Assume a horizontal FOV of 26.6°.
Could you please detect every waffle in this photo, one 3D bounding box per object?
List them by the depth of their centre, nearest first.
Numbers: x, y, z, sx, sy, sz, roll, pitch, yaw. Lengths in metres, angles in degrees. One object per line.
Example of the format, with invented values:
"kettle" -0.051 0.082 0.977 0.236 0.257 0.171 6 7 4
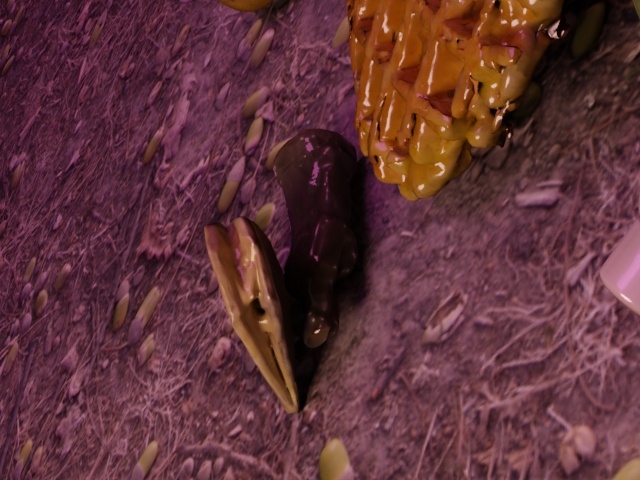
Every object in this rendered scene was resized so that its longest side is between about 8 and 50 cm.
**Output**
"waffle" 0.108 -0.233 1.057 0.379 0.095 0.382 132 143 -60

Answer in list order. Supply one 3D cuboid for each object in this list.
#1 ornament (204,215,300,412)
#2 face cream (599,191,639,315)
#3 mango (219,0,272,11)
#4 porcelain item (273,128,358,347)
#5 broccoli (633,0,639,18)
"ornament" -0.052 0.067 1.178 0.201 0.059 0.180 94 157 -89
"face cream" 0.262 -0.067 0.793 0.269 0.082 0.082 -57 29 17
"mango" -0.060 -0.354 1.548 0.195 0.098 0.137 -60 24 0
"porcelain item" 0.000 0.000 1.196 0.081 0.069 0.215 -40 36 34
"broccoli" 0.281 -0.098 0.587 0.297 0.297 0.297 28 125 48
